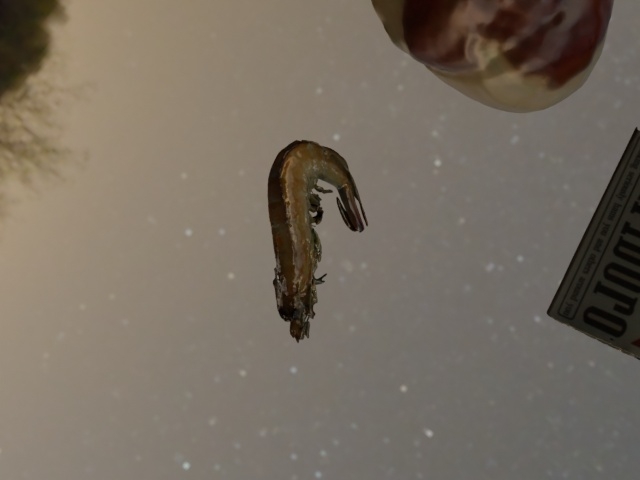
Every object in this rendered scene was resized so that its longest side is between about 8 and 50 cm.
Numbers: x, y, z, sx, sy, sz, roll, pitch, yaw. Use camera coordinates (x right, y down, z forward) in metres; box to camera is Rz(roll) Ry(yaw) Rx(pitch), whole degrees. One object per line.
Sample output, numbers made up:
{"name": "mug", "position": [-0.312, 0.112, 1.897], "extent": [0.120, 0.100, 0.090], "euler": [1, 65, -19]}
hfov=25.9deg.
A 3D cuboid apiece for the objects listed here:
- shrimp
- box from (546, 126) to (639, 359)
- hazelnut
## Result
{"name": "shrimp", "position": [-0.001, 0.000, 1.235], "extent": [0.034, 0.124, 0.178], "euler": [-10, -97, 39]}
{"name": "box", "position": [0.278, 0.007, 1.162], "extent": [0.177, 0.115, 0.036], "euler": [-65, 167, -2]}
{"name": "hazelnut", "position": [0.182, -0.252, 1.319], "extent": [0.241, 0.261, 0.261], "euler": [-50, -164, 20]}
